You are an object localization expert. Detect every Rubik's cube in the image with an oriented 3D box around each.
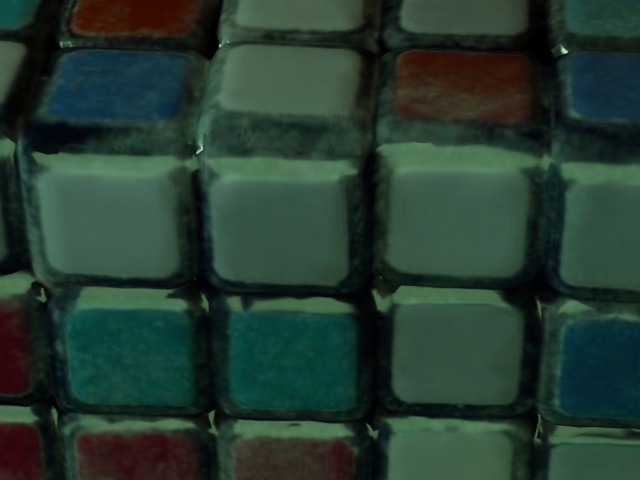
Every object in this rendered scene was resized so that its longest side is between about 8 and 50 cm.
[{"bbox_3d":[0.000,0.000,0.756,0.292,0.293,0.287,3,126,4],"label":"Rubik's cube"}]
